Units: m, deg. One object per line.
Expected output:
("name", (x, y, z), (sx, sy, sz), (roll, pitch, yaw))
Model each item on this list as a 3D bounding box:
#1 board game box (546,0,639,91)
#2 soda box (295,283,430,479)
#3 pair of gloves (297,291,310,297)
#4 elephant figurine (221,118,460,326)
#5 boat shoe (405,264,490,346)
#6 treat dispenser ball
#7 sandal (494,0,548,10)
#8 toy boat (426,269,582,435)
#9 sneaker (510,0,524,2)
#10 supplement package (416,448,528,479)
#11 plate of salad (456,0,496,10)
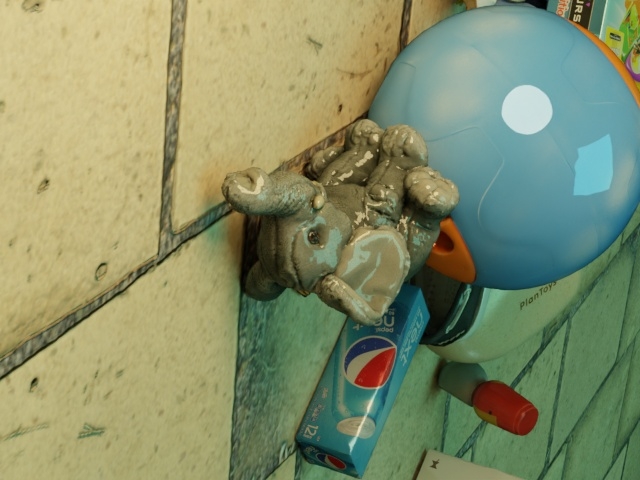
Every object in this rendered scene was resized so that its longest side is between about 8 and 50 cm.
("board game box", (0.358, -0.278, 1.911), (0.253, 0.079, 0.336), (10, 91, -59))
("soda box", (0.048, 0.147, 1.735), (0.071, 0.067, 0.210), (69, 40, -57))
("pair of gloves", (-0.008, 0.013, 1.579), (0.074, 0.010, 0.083), (56, 52, -63))
("elephant figurine", (0.000, 0.000, 1.441), (0.239, 0.186, 0.169), (-37, -178, -43))
("boat shoe", (0.157, -0.026, 1.828), (0.091, 0.114, 0.303), (-4, 100, -62))
("treat dispenser ball", (0.187, -0.093, 1.615), (0.288, 0.288, 0.288), (15, 90, -69))
("sandal", (0.267, -0.263, 1.947), (0.317, 0.126, 0.138), (-49, 143, -52))
("toy boat", (0.211, 0.101, 2.027), (0.267, 0.148, 0.318), (-27, 130, -34))
("sneaker", (0.243, -0.370, 1.800), (0.086, 0.064, 0.192), (172, -77, -74))
("supplement package", (0.218, 0.451, 2.188), (0.198, 0.199, 0.263), (-64, 157, -25))
("plate of salad", (0.172, -0.330, 1.737), (0.200, 0.048, 0.200), (5, 90, -80))
